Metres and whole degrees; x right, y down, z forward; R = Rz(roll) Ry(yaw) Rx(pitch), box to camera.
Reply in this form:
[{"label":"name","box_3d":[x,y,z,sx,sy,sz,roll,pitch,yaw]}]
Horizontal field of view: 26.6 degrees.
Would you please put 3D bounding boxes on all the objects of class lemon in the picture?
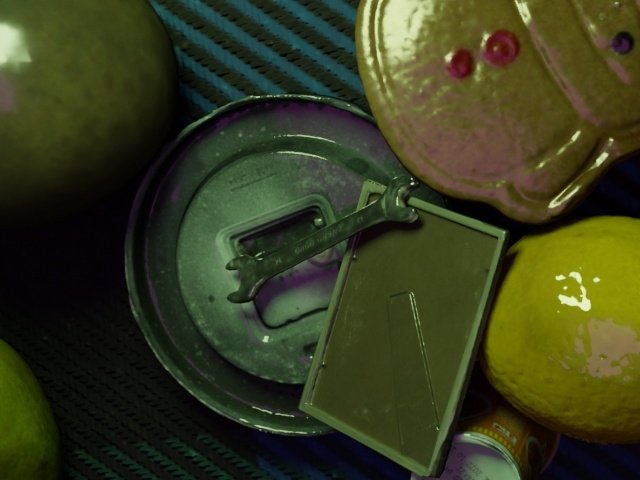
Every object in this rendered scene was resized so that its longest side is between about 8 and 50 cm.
[{"label":"lemon","box_3d":[0.289,0.088,1.348,0.263,0.236,0.236,13,107,36]}]

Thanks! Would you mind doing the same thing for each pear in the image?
[{"label":"pear","box_3d":[-0.439,0.232,1.553,0.269,0.269,0.321,-36,105,19]}]

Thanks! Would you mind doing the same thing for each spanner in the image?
[{"label":"spanner","box_3d":[0.000,0.000,1.400,0.254,0.015,0.054,-27,65,27]}]

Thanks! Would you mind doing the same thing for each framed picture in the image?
[{"label":"framed picture","box_3d":[0.079,0.085,1.362,0.189,0.023,0.260,21,100,39]}]

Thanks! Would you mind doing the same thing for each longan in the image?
[{"label":"longan","box_3d":[-0.311,-0.162,1.411,0.319,0.319,0.319,3,104,13]}]

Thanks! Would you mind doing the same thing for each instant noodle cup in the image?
[{"label":"instant noodle cup","box_3d":[0.165,0.224,1.432,0.168,0.185,0.168,3,103,13]}]

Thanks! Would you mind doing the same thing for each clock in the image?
[{"label":"clock","box_3d":[-0.025,0.024,1.491,0.386,0.076,0.386,3,104,13]}]

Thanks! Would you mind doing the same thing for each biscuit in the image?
[{"label":"biscuit","box_3d":[0.221,-0.209,1.325,0.381,0.074,0.359,-23,87,3]}]
